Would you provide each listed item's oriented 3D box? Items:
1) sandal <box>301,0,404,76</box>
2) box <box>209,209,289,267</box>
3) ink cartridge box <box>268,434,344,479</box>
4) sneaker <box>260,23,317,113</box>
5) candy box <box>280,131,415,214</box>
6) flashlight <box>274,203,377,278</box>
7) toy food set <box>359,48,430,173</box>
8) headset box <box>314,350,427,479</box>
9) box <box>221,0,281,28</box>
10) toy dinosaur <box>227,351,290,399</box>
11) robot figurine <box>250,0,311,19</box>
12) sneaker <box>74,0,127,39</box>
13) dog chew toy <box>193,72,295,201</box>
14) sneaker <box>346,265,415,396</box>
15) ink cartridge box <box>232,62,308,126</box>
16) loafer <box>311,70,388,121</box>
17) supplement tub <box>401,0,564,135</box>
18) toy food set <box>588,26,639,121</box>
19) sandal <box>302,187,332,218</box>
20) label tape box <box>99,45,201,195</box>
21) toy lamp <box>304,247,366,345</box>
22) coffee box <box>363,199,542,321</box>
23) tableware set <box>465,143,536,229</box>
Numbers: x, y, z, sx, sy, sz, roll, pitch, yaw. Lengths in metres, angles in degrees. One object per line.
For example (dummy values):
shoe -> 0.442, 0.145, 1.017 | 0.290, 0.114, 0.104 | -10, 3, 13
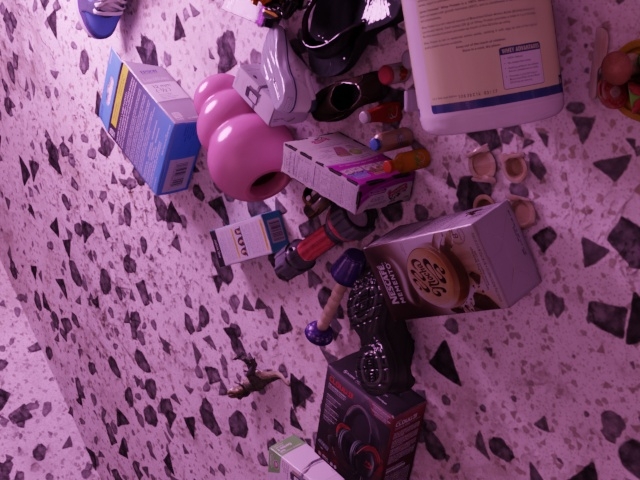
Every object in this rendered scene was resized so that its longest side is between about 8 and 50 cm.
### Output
sandal -> 0.041, -0.436, 1.708 | 0.446, 0.107, 0.167 | 156, 104, -67
box -> -0.179, -0.003, 2.239 | 0.244, 0.060, 0.100 | -14, 92, 52
ink cartridge box -> -0.031, 0.623, 2.276 | 0.219, 0.093, 0.160 | 27, 124, 42
sneaker -> -0.067, -0.362, 1.934 | 0.094, 0.091, 0.258 | -52, 38, 43
candy box -> 0.053, -0.141, 1.829 | 0.233, 0.159, 0.071 | 34, 127, 39
flashlight -> 0.000, 0.000, 1.982 | 0.304, 0.103, 0.103 | -35, 38, 46
toy food set -> 0.143, -0.249, 1.721 | 0.111, 0.105, 0.232 | 21, 119, 45
headset box -> 0.108, 0.406, 2.011 | 0.218, 0.110, 0.293 | 35, 129, 38
box -> -0.147, -0.546, 1.990 | 0.162, 0.029, 0.116 | 32, 106, 38
toy dinosaur -> -0.176, 0.352, 2.374 | 0.268, 0.064, 0.118 | -26, 98, 51
robot figurine -> -0.058, -0.580, 1.825 | 0.291, 0.085, 0.211 | -24, 73, 43
sneaker -> -0.540, -0.668, 2.358 | 0.236, 0.130, 0.322 | 32, 121, 44
dog chew toy -> -0.189, -0.249, 2.055 | 0.331, 0.207, 0.206 | 60, 141, 27
sneaker -> 0.136, 0.190, 1.900 | 0.109, 0.130, 0.286 | -18, 67, 42
ink cartridge box -> -0.105, -0.325, 1.985 | 0.150, 0.109, 0.063 | 48, 134, 28
loafer -> 0.041, -0.296, 1.847 | 0.220, 0.078, 0.080 | -18, 89, 51
supplement tub -> 0.255, -0.346, 1.445 | 0.235, 0.235, 0.324 | 2, 105, 50
toy food set -> 0.478, -0.235, 1.351 | 0.218, 0.071, 0.128 | 31, 126, 40
sandal -> -0.008, -0.094, 1.923 | 0.060, 0.090, 0.219 | 44, 180, -5
label tape box -> -0.458, -0.327, 2.411 | 0.347, 0.115, 0.249 | 50, 136, 29
toy lamp -> 0.037, 0.127, 2.018 | 0.080, 0.080, 0.274 | 47, 137, 28
coffee box -> 0.241, 0.045, 1.689 | 0.297, 0.119, 0.168 | -15, 103, 52
tableware set -> 0.326, -0.094, 1.630 | 0.141, 0.020, 0.168 | 3, 106, 50
